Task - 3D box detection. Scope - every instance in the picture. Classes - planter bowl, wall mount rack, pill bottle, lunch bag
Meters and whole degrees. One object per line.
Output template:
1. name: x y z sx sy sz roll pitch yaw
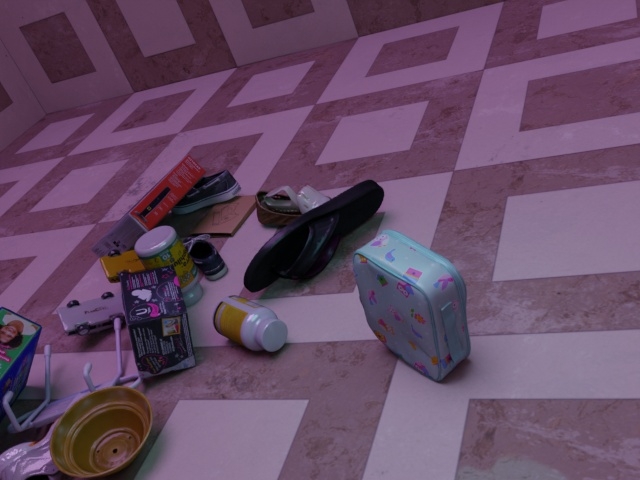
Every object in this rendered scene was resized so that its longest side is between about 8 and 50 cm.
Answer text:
1. planter bowl: -0.442 0.419 1.487 0.217 0.090 0.217 -7 41 6
2. wall mount rack: -0.598 0.327 1.720 0.349 0.131 0.304 -20 12 4
3. pill bottle: -0.162 0.196 1.649 0.103 0.103 0.184 -41 35 -27
4. pill bottle: -0.395 0.075 1.889 0.117 0.208 0.118 -17 31 11
5. lunch bag: 0.183 0.128 1.360 0.108 0.279 0.224 -39 45 -24

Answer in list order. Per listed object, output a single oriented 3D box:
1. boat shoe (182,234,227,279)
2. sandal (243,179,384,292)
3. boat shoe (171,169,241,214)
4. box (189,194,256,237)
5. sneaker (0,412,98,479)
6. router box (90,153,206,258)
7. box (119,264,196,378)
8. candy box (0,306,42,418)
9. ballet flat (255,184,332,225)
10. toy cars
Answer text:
1. boat shoe: -0.347 0.033 2.048 0.095 0.079 0.254 -30 31 -11
2. sandal: 0.001 -0.002 1.806 0.445 0.168 0.107 -35 61 -17
3. boat shoe: -0.402 -0.167 2.352 0.301 0.102 0.108 -11 32 37
4. box: -0.296 -0.077 2.242 0.164 0.021 0.201 -2 36 32
5. sneaker: -0.558 0.463 1.534 0.262 0.099 0.121 -33 52 -19
6. router box: -0.540 -0.092 2.221 0.335 0.082 0.301 -29 20 49
7. box: -0.400 0.194 1.732 0.142 0.163 0.247 -11 28 -14
8. candy box: -0.801 0.361 1.664 0.122 0.268 0.317 25 37 -7
9. ballet flat: -0.061 -0.099 2.019 0.342 0.124 0.116 8 43 41
10. toy cars: -0.582 0.148 2.016 0.176 0.087 0.394 24 46 4
